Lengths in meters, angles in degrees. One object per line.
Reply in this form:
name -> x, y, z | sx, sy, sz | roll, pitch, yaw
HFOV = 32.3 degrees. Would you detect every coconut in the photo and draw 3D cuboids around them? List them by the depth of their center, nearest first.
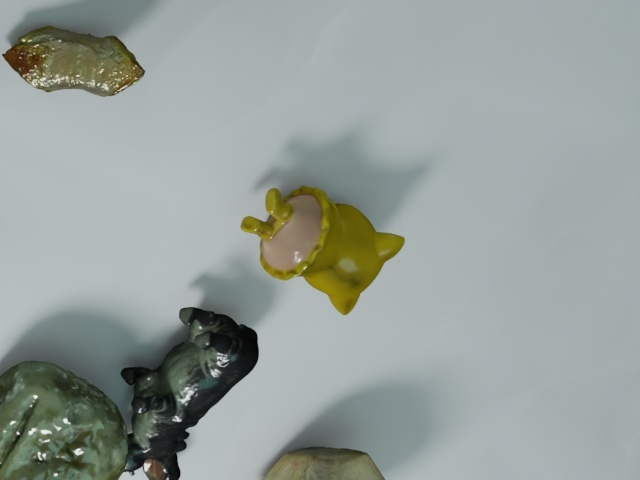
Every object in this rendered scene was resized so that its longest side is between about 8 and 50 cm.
coconut -> 0.003, 0.470, 1.819 | 0.259, 0.259, 0.259 | -14, 127, -19

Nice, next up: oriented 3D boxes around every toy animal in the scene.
toy animal -> -0.003, 0.004, 1.572 | 0.229, 0.156, 0.156 | 25, 108, -34
toy animal -> -0.224, 0.242, 1.649 | 0.168, 0.106, 0.343 | 11, 123, -41

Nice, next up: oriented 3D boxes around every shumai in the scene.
shumai -> -0.382, 0.314, 1.517 | 0.225, 0.222, 0.261 | 14, 120, -9

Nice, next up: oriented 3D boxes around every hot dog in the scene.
hot dog -> -0.290, -0.213, 1.321 | 0.168, 0.061, 0.078 | 10, 112, -3
